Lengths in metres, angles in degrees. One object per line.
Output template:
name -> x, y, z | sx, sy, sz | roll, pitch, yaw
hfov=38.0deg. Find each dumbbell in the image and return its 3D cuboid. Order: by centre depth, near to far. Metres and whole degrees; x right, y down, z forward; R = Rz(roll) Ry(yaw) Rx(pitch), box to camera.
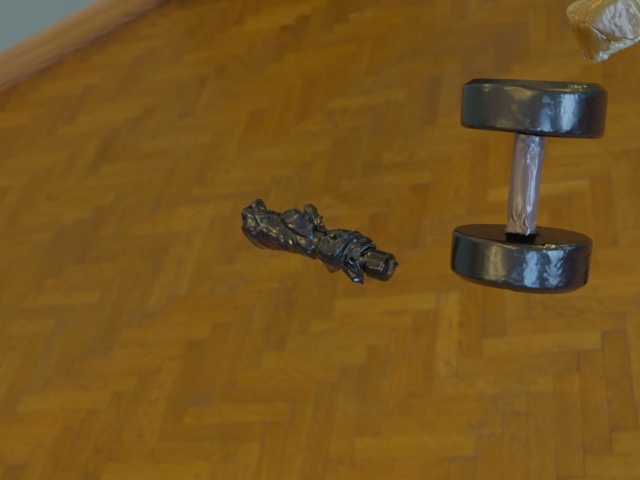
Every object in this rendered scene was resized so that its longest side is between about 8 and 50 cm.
dumbbell -> 0.221, -0.062, 0.998 | 0.153, 0.218, 0.152 | 3, 9, 0

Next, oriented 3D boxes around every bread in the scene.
bread -> 0.464, -0.353, 1.492 | 0.125, 0.106, 0.082 | -27, 28, 29

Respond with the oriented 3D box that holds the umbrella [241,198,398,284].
umbrella -> 0.000, -0.003, 1.183 | 0.224, 0.080, 0.071 | 20, 74, 35
